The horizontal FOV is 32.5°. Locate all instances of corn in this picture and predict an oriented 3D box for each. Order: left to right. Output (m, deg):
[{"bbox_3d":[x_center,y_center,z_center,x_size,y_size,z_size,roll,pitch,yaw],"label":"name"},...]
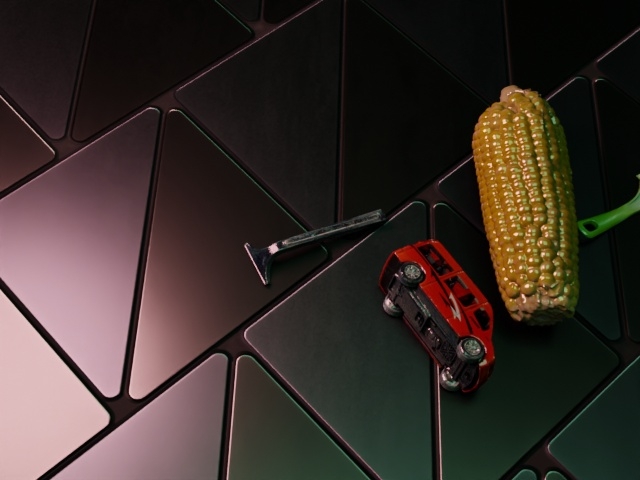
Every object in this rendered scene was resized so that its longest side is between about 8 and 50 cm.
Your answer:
[{"bbox_3d":[0.269,-0.054,1.438,0.130,0.130,0.346,2,62,-5],"label":"corn"}]

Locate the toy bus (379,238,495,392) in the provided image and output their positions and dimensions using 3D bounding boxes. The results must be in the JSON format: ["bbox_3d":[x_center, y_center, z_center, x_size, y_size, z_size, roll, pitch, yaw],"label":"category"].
[{"bbox_3d":[0.158,0.094,1.362,0.089,0.081,0.195,-22,61,-29],"label":"toy bus"}]

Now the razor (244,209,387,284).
[{"bbox_3d":[0.001,-0.003,1.432,0.190,0.033,0.066,-19,62,-18],"label":"razor"}]

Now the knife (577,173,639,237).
[{"bbox_3d":[0.418,-0.039,1.503,0.166,0.022,0.078,-26,57,-22],"label":"knife"}]
